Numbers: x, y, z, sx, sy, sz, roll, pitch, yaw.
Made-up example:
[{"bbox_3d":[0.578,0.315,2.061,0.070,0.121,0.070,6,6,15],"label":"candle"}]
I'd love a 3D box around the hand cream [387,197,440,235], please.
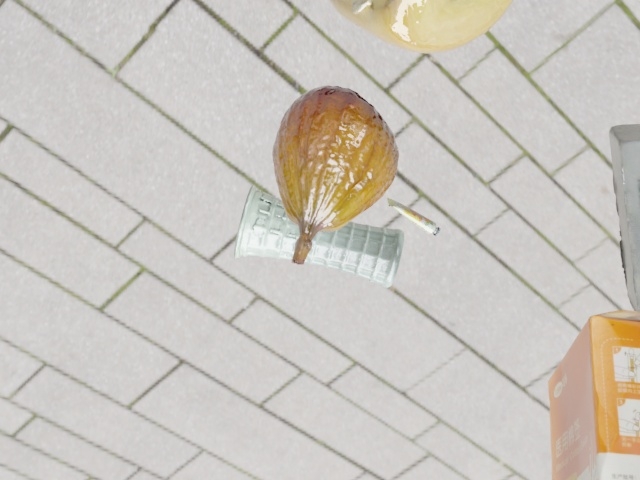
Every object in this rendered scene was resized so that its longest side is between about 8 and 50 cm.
[{"bbox_3d":[0.153,-0.039,1.423,0.102,0.035,0.022,32,112,-16],"label":"hand cream"}]

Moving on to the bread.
[{"bbox_3d":[0.197,-0.514,1.593,0.253,0.376,0.348,30,99,-36],"label":"bread"}]

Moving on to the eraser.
[{"bbox_3d":[0.554,-0.038,1.436,0.112,0.352,0.077,-4,168,9],"label":"eraser"}]

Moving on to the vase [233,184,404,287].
[{"bbox_3d":[0.000,0.000,1.617,0.299,0.143,0.143,13,124,0],"label":"vase"}]

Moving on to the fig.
[{"bbox_3d":[-0.003,-0.055,0.759,0.119,0.119,0.153,38,84,-27],"label":"fig"}]

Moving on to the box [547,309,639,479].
[{"bbox_3d":[0.351,0.278,0.980,0.144,0.341,0.225,4,151,2],"label":"box"}]
